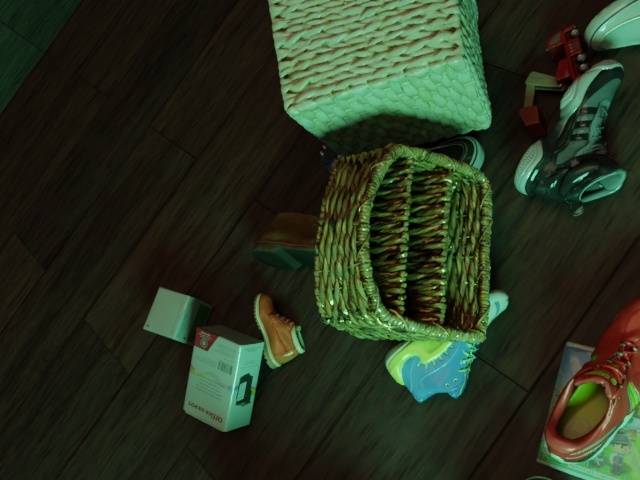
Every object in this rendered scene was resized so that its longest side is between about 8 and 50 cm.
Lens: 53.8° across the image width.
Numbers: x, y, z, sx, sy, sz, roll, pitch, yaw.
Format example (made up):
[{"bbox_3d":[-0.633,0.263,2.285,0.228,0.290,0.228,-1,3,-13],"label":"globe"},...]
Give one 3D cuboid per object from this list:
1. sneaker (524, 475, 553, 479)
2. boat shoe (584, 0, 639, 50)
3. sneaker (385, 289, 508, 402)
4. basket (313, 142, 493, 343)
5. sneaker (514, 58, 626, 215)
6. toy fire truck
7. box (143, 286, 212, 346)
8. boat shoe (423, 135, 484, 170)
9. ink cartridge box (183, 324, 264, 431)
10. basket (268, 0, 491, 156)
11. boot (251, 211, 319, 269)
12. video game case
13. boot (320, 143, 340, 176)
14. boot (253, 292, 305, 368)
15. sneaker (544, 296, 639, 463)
[{"bbox_3d":[0.247,0.494,0.865,0.131,0.148,0.350,12,76,35],"label":"sneaker"},{"bbox_3d":[0.600,-0.383,1.082,0.268,0.096,0.088,-17,56,15],"label":"boat shoe"},{"bbox_3d":[0.234,0.187,1.065,0.240,0.091,0.126,-35,73,13],"label":"sneaker"},{"bbox_3d":[0.134,0.000,1.000,0.223,0.213,0.299,-3,69,33],"label":"basket"},{"bbox_3d":[0.462,-0.167,1.064,0.153,0.101,0.268,39,98,37],"label":"sneaker"},{"bbox_3d":[0.431,-0.297,1.167,0.135,0.047,0.192,-19,55,31],"label":"toy fire truck"},{"bbox_3d":[-0.314,0.168,1.392,0.102,0.087,0.101,11,75,35],"label":"box"},{"bbox_3d":[0.163,-0.119,1.218,0.306,0.105,0.113,-25,58,21],"label":"boat shoe"},{"bbox_3d":[-0.194,0.270,1.253,0.127,0.072,0.175,14,97,35],"label":"ink cartridge box"},{"bbox_3d":[0.117,-0.334,1.117,0.328,0.331,0.266,-12,75,20],"label":"basket"},{"bbox_3d":[0.000,0.000,1.272,0.305,0.112,0.115,8,63,36],"label":"boot"},{"bbox_3d":[0.447,0.266,0.923,0.212,0.023,0.193,11,75,35],"label":"video game case"},{"bbox_3d":[0.027,-0.210,1.364,0.086,0.069,0.190,-33,57,12],"label":"boot"},{"bbox_3d":[-0.081,0.170,1.273,0.085,0.059,0.158,-27,66,16],"label":"boot"},{"bbox_3d":[0.413,0.195,0.885,0.107,0.118,0.279,32,87,36],"label":"sneaker"}]
